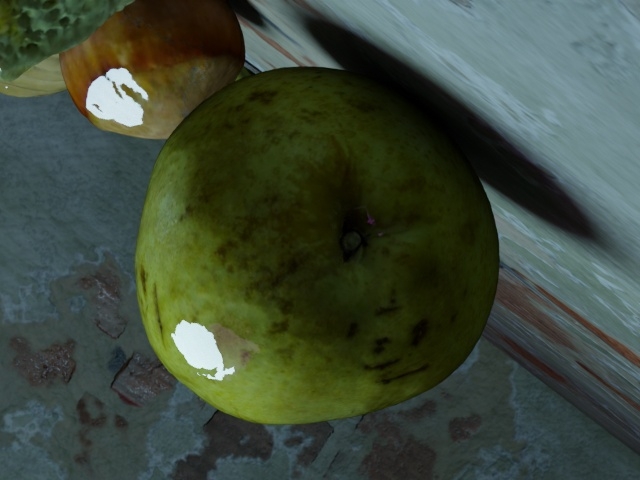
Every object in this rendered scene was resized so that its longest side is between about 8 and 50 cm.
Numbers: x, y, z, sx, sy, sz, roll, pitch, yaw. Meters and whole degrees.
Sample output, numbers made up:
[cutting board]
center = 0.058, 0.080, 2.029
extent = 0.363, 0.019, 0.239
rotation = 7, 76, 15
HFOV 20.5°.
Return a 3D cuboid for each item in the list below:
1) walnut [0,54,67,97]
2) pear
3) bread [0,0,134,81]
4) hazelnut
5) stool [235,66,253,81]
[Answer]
[walnut]
center = -0.337, -0.275, 1.926
extent = 0.261, 0.225, 0.225
rotation = 36, 178, -3
[pear]
center = 0.000, 0.000, 1.417
extent = 0.304, 0.304, 0.304
rotation = 37, 178, 2
[bread]
center = -0.287, -0.265, 1.476
extent = 0.252, 0.196, 0.238
rotation = 33, 172, 27
[hazelnut]
center = -0.162, -0.179, 1.605
extent = 0.182, 0.182, 0.182
rotation = 37, 178, 2
[stool]
center = -0.101, -0.147, 2.027
extent = 0.110, 0.134, 0.135
rotation = 41, 135, 26
